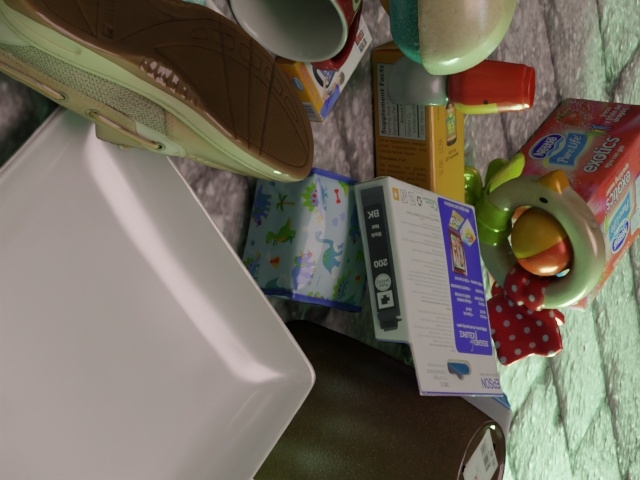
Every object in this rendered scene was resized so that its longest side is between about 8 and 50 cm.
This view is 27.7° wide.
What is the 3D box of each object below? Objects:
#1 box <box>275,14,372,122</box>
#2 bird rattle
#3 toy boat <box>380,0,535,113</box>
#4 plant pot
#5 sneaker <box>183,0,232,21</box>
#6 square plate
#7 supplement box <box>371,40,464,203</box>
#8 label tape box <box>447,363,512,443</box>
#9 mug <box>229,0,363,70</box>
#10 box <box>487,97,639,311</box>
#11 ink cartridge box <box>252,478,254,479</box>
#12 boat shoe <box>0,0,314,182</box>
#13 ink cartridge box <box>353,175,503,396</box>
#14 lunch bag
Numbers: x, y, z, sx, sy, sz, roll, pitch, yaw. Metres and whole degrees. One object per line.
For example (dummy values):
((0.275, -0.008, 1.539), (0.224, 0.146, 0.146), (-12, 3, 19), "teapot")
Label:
((0.008, -0.193, 1.285), (0.136, 0.028, 0.081), (-59, 142, -27), "box")
((0.241, 0.018, 1.532), (0.143, 0.207, 0.254), (-20, 89, -40), "bird rattle")
((0.116, -0.227, 1.206), (0.318, 0.148, 0.268), (72, 28, -52), "toy boat")
((0.057, 0.203, 1.280), (0.215, 0.230, 0.215), (-21, 115, -54), "plant pot")
((-0.135, -0.193, 0.994), (0.212, 0.094, 0.080), (19, 84, -58), "sneaker")
((-0.178, 0.104, 0.984), (0.347, 0.049, 0.344), (58, 49, -27), "square plate")
((0.109, -0.104, 1.424), (0.078, 0.080, 0.233), (-29, 124, -52), "supplement box")
((0.157, 0.234, 1.482), (0.249, 0.115, 0.348), (24, 78, -82), "label tape box")
((-0.002, -0.253, 1.200), (0.150, 0.113, 0.169), (110, 5, -59), "mug")
((0.344, -0.056, 1.747), (0.300, 0.142, 0.154), (-46, 135, -42), "box")
((-0.135, 0.216, 1.136), (0.181, 0.061, 0.104), (54, 53, -48), "ink cartridge box")
((-0.130, -0.119, 0.960), (0.302, 0.098, 0.109), (27, 51, -40), "boat shoe")
((0.109, 0.054, 1.276), (0.206, 0.045, 0.208), (14, 65, -59), "ink cartridge box")
((0.000, 0.000, 1.261), (0.151, 0.096, 0.129), (13, 87, -49), "lunch bag")
